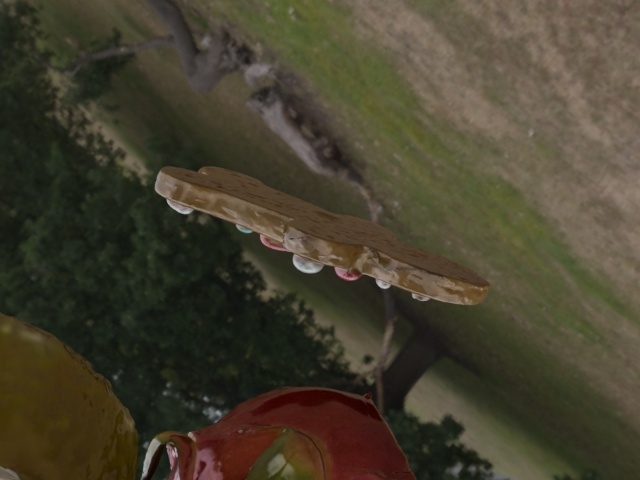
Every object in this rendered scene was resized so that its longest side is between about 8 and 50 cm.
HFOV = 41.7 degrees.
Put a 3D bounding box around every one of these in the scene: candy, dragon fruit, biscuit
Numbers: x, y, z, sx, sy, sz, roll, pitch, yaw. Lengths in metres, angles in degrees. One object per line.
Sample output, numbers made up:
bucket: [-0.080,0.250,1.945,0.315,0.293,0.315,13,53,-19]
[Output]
candy: [-0.241,0.138,0.516,0.260,0.259,0.118,46,-147,-35]
dragon fruit: [-0.027,0.226,0.665,0.224,0.227,0.224,160,90,-88]
biscuit: [0.000,0.000,0.831,0.339,0.047,0.216,21,-169,13]
